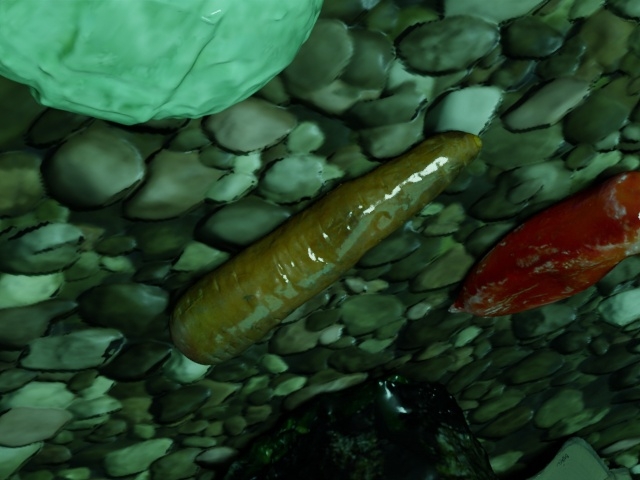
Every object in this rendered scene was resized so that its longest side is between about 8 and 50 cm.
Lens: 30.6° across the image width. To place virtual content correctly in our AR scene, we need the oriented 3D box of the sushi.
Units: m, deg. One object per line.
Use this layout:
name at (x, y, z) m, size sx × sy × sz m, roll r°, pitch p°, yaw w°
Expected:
sushi at (0.006, 0.183, 0.767) m, size 0.225 × 0.127 × 0.124 m, roll -39°, pitch 141°, yaw 15°

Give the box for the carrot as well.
carrot at (0.000, 0.000, 0.601) m, size 0.191 × 0.047 × 0.047 m, roll -38°, pitch 142°, yaw 13°

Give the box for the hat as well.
hat at (0.189, 0.235, 0.964) m, size 0.147 × 0.085 × 0.175 m, roll -28°, pitch 145°, yaw 12°

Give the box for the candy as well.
candy at (-0.197, -0.126, 0.305) m, size 0.439 × 0.119 × 0.119 m, roll 12°, pitch 134°, yaw -25°

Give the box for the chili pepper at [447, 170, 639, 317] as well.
chili pepper at (0.147, 0.000, 0.663) m, size 0.191 × 0.050 × 0.059 m, roll -31°, pitch 148°, yaw 35°
